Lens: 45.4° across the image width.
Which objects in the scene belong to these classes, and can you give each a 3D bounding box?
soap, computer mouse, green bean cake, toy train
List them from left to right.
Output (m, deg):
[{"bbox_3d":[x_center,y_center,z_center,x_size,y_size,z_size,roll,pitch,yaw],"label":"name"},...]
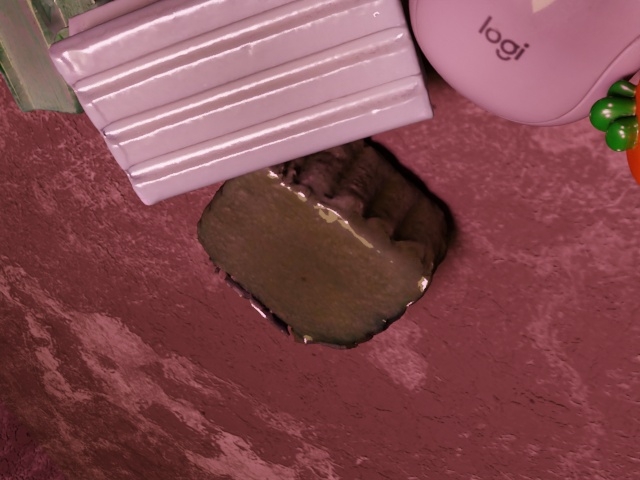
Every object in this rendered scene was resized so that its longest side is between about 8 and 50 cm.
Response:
[{"bbox_3d":[-0.238,-0.244,0.737,0.202,0.145,0.266,13,133,35],"label":"toy train"},{"bbox_3d":[-0.057,-0.143,0.622,0.265,0.087,0.159,-16,126,14],"label":"soap"},{"bbox_3d":[0.000,0.000,0.787,0.227,0.125,0.222,42,140,-4],"label":"green bean cake"},{"bbox_3d":[0.158,-0.188,0.479,0.184,0.121,0.297,43,143,2],"label":"computer mouse"}]

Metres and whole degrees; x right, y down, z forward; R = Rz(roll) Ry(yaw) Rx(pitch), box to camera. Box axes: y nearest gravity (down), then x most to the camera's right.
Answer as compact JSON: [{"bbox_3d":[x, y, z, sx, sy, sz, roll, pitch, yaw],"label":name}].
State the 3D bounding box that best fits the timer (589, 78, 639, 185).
[{"bbox_3d":[0.228,-0.074,0.463,0.136,0.099,0.136,17,156,8],"label":"timer"}]
